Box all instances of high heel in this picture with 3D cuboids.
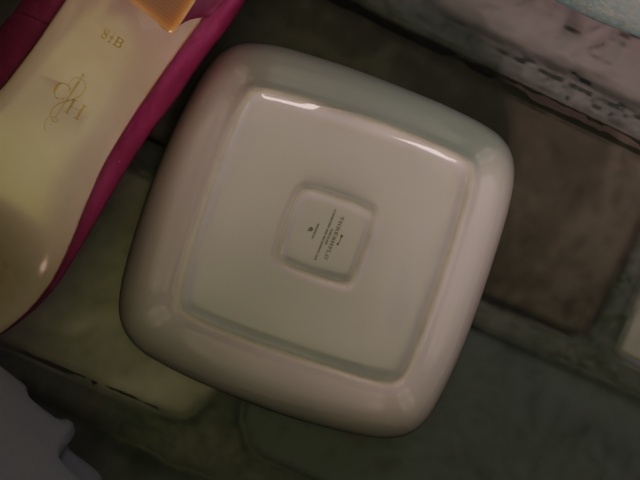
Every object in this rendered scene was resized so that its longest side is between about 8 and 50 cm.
[{"bbox_3d":[-0.107,-0.049,0.374,0.082,0.117,0.244,34,107,-10],"label":"high heel"}]

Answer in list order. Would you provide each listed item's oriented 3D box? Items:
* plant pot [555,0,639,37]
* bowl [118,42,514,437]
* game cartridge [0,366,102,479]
[{"bbox_3d":[0.147,-0.192,0.302,0.252,0.248,0.247,7,87,14],"label":"plant pot"},{"bbox_3d":[0.000,0.000,0.371,0.142,0.053,0.142,20,88,-3],"label":"bowl"},{"bbox_3d":[-0.205,0.030,0.244,0.294,0.196,0.060,39,102,-6],"label":"game cartridge"}]
